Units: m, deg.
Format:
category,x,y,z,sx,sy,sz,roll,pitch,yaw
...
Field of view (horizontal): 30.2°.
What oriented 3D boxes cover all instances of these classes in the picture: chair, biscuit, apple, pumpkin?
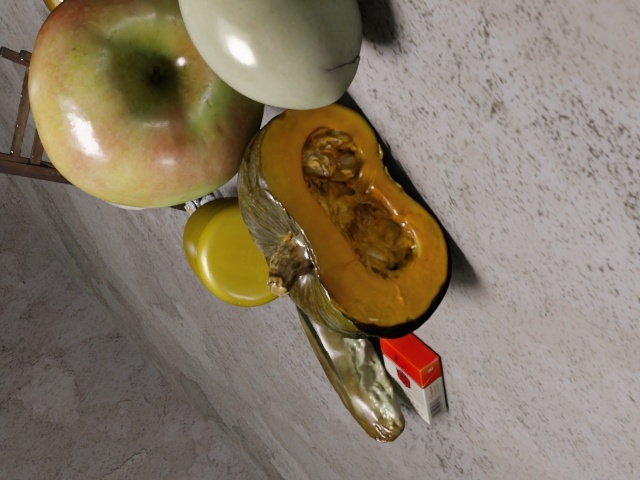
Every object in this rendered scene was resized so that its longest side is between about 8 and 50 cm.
category,x,y,z,sx,sy,sz,roll,pitch,yaw
chair,-0.444,-0.219,2.380,0.203,0.416,0.241,17,95,60
biscuit,0.042,0.192,1.969,0.335,0.078,0.329,56,167,41
apple,-0.234,-0.196,1.583,0.319,0.319,0.277,58,160,-12
pumpkin,0.000,0.000,1.572,0.325,0.242,0.232,58,153,2

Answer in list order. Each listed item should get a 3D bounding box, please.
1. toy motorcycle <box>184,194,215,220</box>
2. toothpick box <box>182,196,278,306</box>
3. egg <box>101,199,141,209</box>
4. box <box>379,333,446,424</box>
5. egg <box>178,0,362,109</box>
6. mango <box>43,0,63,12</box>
category,x,y,z,sx,sy,sz,roll,pitch,yaw
toy motorcycle,-0.191,-0.001,2.286,0.151,0.074,0.229,29,148,46
toothpick box,-0.146,0.009,2.030,0.175,0.175,0.271,59,170,-14
egg,-0.295,-0.235,1.924,0.337,0.201,0.337,20,131,25
box,0.148,0.211,1.880,0.100,0.048,0.152,38,158,36
egg,-0.056,-0.258,1.331,0.253,0.186,0.186,56,162,4
mango,-0.482,-0.474,2.155,0.161,0.076,0.103,60,165,-8
